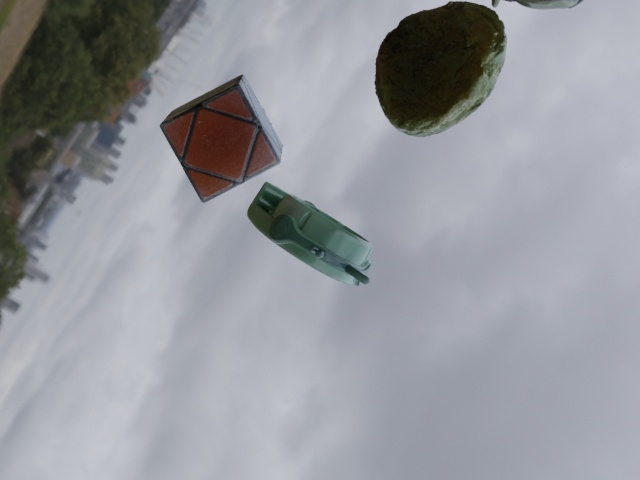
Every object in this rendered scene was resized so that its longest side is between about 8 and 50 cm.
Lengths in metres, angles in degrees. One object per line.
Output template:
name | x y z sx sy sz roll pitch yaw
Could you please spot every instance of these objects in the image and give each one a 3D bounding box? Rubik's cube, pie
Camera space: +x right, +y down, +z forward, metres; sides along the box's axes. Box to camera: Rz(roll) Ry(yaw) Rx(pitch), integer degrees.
Rubik's cube | -0.220 -0.236 2.123 0.207 0.205 0.205 -28 -165 6
pie | 0.215 -0.322 1.718 0.277 0.078 0.277 -17 -117 35

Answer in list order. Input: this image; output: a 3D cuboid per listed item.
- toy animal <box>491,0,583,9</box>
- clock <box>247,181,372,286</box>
toy animal | 0.320 -0.392 1.367 0.121 0.094 0.225 -50 -145 -8
clock | 0.000 0.000 1.217 0.066 0.159 0.211 -59 -153 4
